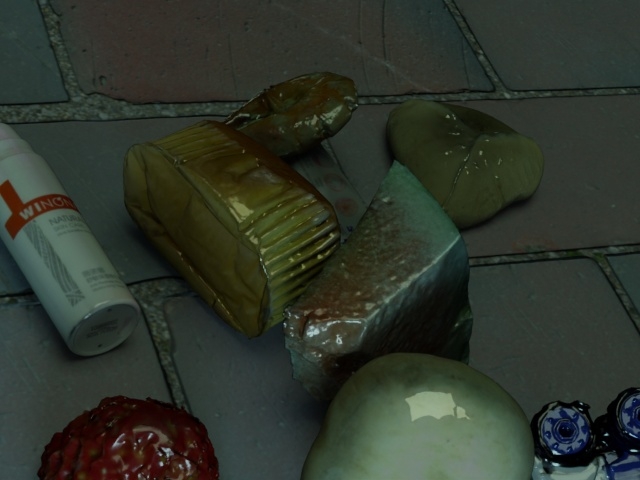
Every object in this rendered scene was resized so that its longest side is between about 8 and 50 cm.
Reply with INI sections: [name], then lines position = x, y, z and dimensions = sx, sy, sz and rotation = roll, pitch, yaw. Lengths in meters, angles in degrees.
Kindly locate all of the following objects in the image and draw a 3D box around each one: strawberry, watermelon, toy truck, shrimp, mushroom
[strawberry]
position = -0.185, 0.236, 1.725
dimensions = 0.233, 0.178, 0.234
rotation = 16, 40, -14
[watermelon]
position = 0.093, 0.090, 1.938
dimensions = 0.151, 0.264, 0.302
rotation = 20, 51, 21
[toy truck]
position = 0.323, 0.275, 1.848
dimensions = 0.213, 0.161, 0.177
rotation = -10, 70, -7
[shrimp]
position = -0.088, -0.148, 2.168
dimensions = 0.294, 0.062, 0.154
rotation = -22, 38, -5
[mushroom]
position = 0.103, 0.246, 1.795
dimensions = 0.260, 0.254, 0.234
rotation = -10, 4, -5

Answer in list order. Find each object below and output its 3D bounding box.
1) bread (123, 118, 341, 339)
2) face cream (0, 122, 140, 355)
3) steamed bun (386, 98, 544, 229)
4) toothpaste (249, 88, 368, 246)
[bread]
position = -0.103, -0.031, 2.004
dimensions = 0.288, 0.204, 0.156
rotation = 38, 50, 26
[face cream]
position = -0.338, -0.014, 1.978
dimensions = 0.102, 0.102, 0.345
rotation = -16, 54, -32
[steamed bun]
position = 0.214, -0.125, 2.286
dimensions = 0.212, 0.110, 0.231
rotation = -3, 50, -23
[toothpaste]
position = -0.012, -0.091, 2.172
dimensions = 0.100, 0.066, 0.323
rotation = -5, 40, -27
